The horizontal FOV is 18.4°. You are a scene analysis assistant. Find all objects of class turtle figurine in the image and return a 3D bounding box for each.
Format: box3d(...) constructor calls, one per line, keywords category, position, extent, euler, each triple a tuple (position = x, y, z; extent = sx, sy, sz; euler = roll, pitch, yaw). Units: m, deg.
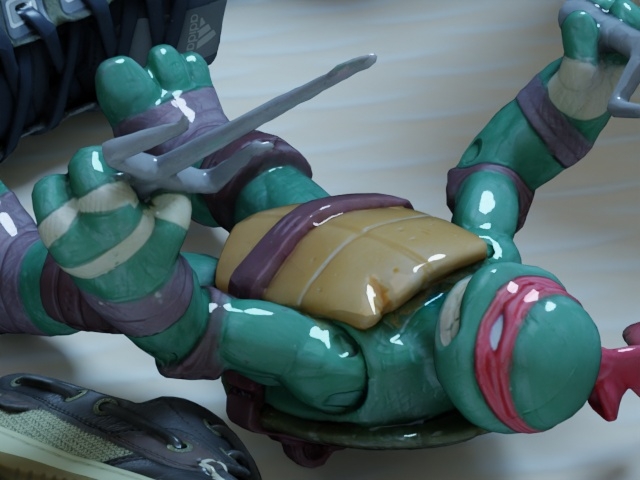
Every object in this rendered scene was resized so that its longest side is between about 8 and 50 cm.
box3d(category="turtle figurine", position=(0.000, 0.000, 0.508), extent=(0.175, 0.118, 0.234), euler=(-16, 17, -39))

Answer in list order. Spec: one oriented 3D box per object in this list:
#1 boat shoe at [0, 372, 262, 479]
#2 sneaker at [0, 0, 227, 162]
box3d(category="boat shoe", position=(-0.038, 0.061, 0.476), extent=(0.152, 0.056, 0.049), euler=(17, 46, 30))
box3d(category="sneaker", position=(-0.096, -0.080, 0.653), extent=(0.121, 0.111, 0.300), euler=(16, 46, 6))
